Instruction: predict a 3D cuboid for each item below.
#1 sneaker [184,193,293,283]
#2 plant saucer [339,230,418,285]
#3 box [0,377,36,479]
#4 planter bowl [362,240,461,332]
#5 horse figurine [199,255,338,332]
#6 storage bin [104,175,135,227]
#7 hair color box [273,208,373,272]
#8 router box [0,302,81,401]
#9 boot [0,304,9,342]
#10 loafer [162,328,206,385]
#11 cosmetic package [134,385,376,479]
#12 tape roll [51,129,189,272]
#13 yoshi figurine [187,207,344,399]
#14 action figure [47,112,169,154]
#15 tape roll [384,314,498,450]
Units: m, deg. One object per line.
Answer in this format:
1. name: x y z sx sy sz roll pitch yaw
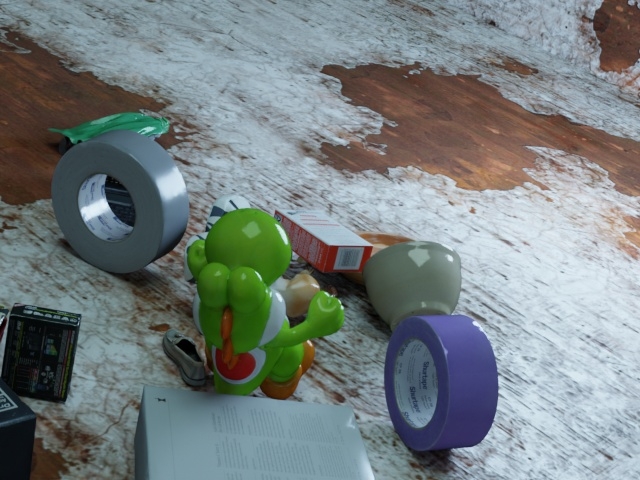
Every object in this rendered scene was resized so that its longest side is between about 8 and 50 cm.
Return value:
1. sneaker: -0.108 0.002 2.126 0.153 0.094 0.235 7 21 12
2. plant saucer: 0.106 0.037 2.322 0.200 0.037 0.200 6 21 -2
3. box: -0.527 0.223 1.533 0.296 0.182 0.294 -13 36 -39
4. planter bowl: 0.153 0.088 2.163 0.162 0.162 0.109 5 54 -17
5. horse figurine: -0.081 0.080 2.145 0.263 0.066 0.174 1 22 -18
6. storage bin: -0.343 -0.089 2.321 0.122 0.084 0.180 11 28 -6
7. hair color box: 0.000 0.000 2.248 0.093 0.053 0.167 1 22 -35
8. router box: -0.374 0.149 1.810 0.092 0.122 0.038 11 23 -6
9. boot: -0.524 0.087 1.904 0.179 0.085 0.236 14 33 -5
10. loafer: -0.193 0.160 1.965 0.045 0.039 0.125 -2 31 -27
11. cosmetic package: -0.076 0.317 1.634 0.285 0.097 0.377 10 22 -13
12. tape roll: -0.316 -0.061 2.131 0.219 0.219 0.072 25 30 20
13. yoshi figurine: -0.087 0.076 1.817 0.204 0.362 0.203 -25 69 -7
14. action figure: -0.374 -0.196 2.529 0.232 0.063 0.137 -19 40 -41
15. tape roll: 0.167 0.199 1.901 0.080 0.189 0.189 1 30 -25
